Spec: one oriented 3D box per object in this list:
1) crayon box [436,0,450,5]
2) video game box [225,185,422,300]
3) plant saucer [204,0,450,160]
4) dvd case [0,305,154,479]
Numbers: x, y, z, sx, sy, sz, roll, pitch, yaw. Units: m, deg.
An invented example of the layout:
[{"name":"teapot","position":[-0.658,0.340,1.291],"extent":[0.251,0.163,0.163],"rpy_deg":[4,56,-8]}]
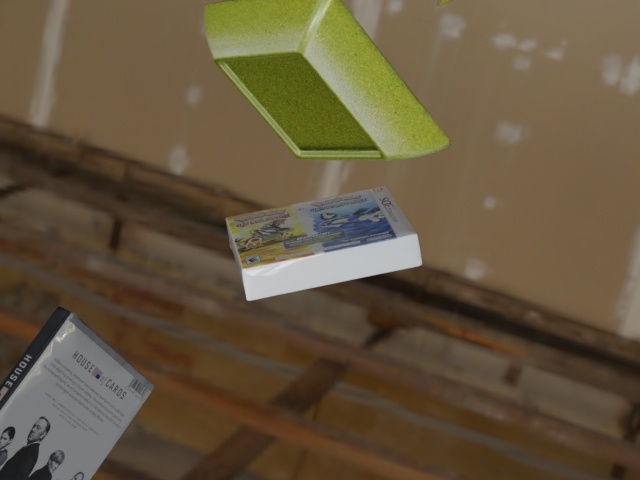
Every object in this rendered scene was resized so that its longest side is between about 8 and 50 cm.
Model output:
[{"name":"crayon box","position":[0.194,-0.332,1.260],"extent":[0.202,0.318,0.081],"rpy_deg":[-25,-108,-23]},{"name":"video game box","position":[0.000,0.000,1.842],"extent":[0.205,0.048,0.187],"rpy_deg":[-11,-162,-6]},{"name":"plant saucer","position":[-0.007,-0.130,1.369],"extent":[0.188,0.045,0.188],"rpy_deg":[3,141,52]},{"name":"dvd case","position":[-0.292,0.209,1.660],"extent":[0.030,0.238,0.179],"rpy_deg":[23,162,37]}]
